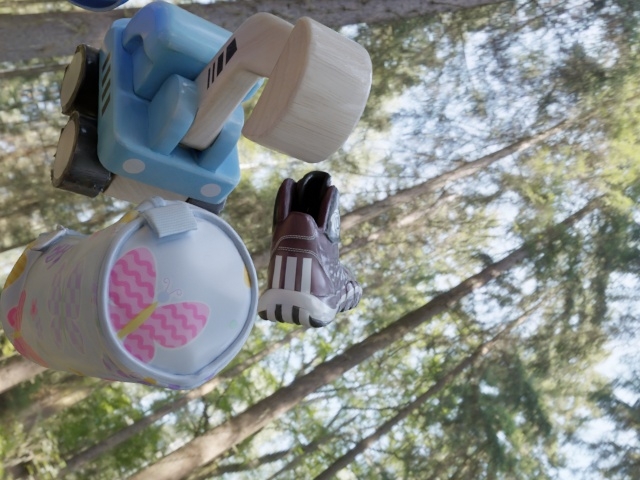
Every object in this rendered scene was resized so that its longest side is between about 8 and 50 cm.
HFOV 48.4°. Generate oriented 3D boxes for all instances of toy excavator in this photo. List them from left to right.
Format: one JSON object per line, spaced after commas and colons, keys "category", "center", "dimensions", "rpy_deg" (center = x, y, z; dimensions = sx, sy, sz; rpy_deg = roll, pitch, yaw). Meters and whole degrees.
{"category": "toy excavator", "center": [-0.146, -0.184, 0.876], "dimensions": [0.445, 0.222, 0.432], "rpy_deg": [-45, -137, 36]}

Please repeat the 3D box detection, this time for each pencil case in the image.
{"category": "pencil case", "center": [-0.157, 0.042, 0.542], "dimensions": [0.273, 0.114, 0.124], "rpy_deg": [-6, -100, 54]}

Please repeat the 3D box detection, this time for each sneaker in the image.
{"category": "sneaker", "center": [0.000, 0.000, 0.840], "dimensions": [0.106, 0.281, 0.162], "rpy_deg": [5, -85, 5]}

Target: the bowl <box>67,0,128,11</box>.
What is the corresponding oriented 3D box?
{"category": "bowl", "center": [-0.306, -0.442, 0.763], "dimensions": [0.391, 0.077, 0.391], "rpy_deg": [37, -27, 23]}
